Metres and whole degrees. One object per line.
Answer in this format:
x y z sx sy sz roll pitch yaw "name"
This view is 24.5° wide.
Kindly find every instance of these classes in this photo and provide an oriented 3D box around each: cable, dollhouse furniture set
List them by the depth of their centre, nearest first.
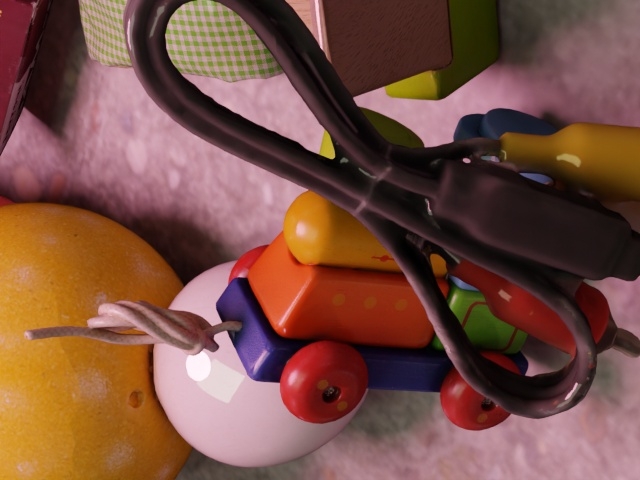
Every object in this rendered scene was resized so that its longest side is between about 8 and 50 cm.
0.039 -0.020 0.638 0.287 0.072 0.139 22 106 -11 "cable"
-0.080 -0.165 0.743 0.301 0.151 0.198 9 113 40 "dollhouse furniture set"

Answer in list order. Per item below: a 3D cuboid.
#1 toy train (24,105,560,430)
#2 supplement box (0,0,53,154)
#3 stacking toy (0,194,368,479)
0.000 0.000 0.688 0.105 0.248 0.143 57 134 52 "toy train"
-0.293 -0.153 0.916 0.239 0.073 0.130 21 128 -7 "supplement box"
-0.193 0.087 0.892 0.479 0.350 0.351 -5 105 28 "stacking toy"
